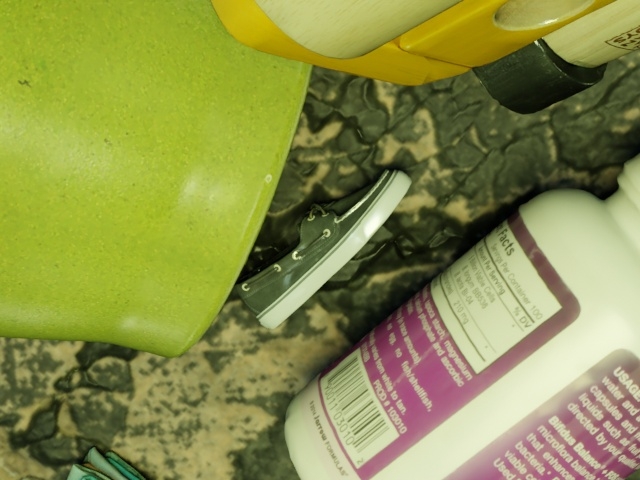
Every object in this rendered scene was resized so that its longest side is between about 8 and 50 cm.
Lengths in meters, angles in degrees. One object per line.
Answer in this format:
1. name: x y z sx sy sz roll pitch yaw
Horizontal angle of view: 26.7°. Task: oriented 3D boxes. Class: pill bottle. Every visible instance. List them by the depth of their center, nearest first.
1. pill bottle: 0.138 0.076 0.831 0.301 0.169 0.169 -40 98 13

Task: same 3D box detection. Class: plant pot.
1. plant pot: -0.200 -0.100 0.745 0.353 0.366 0.367 19 105 -14

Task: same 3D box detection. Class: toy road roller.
1. toy road roller: 0.094 -0.216 0.695 0.202 0.329 0.241 -24 74 39

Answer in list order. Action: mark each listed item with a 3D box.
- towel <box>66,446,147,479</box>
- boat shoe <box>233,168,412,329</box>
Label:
1. towel: -0.149 0.371 0.959 0.271 0.040 0.370 35 105 13
2. boat shoe: 0.000 0.000 0.885 0.040 0.049 0.142 43 105 -6
